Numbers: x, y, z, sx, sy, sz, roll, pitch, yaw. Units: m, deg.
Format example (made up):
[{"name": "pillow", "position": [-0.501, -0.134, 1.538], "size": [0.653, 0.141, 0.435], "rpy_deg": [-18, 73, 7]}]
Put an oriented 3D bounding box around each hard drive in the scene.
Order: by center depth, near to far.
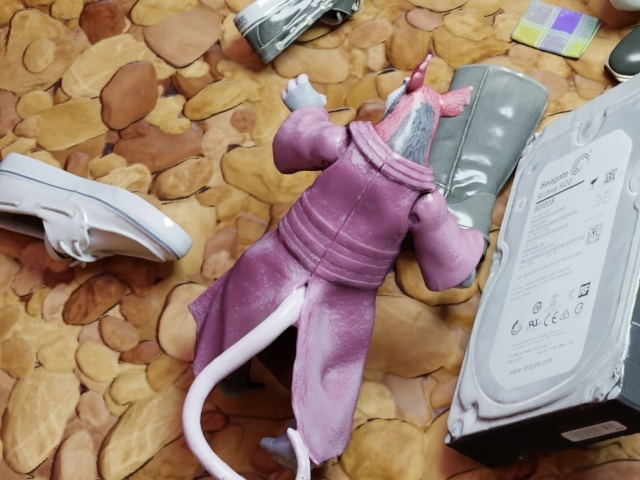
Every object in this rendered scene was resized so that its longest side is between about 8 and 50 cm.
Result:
[{"name": "hard drive", "position": [0.231, 0.018, 1.175], "size": [0.064, 0.237, 0.339], "rpy_deg": [30, 62, -19]}]

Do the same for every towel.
[{"name": "towel", "position": [0.250, -0.226, 1.442], "size": [0.083, 0.009, 0.060], "rpy_deg": [24, 66, 25]}]

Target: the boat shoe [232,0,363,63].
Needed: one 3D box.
[{"name": "boat shoe", "position": [0.008, -0.272, 1.497], "size": [0.219, 0.078, 0.070], "rpy_deg": [-36, 92, -14]}]

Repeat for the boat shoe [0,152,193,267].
[{"name": "boat shoe", "position": [-0.246, -0.013, 1.387], "size": [0.258, 0.095, 0.084], "rpy_deg": [18, 68, 34]}]

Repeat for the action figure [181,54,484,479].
[{"name": "action figure", "position": [0.000, 0.000, 1.170], "size": [0.248, 0.276, 0.370], "rpy_deg": [33, 111, 10]}]

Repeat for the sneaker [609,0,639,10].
[{"name": "sneaker", "position": [0.339, -0.386, 1.461], "size": [0.148, 0.131, 0.350], "rpy_deg": [13, 57, 28]}]

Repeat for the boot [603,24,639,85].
[{"name": "boot", "position": [0.371, -0.246, 1.350], "size": [0.198, 0.137, 0.077], "rpy_deg": [-31, 57, -6]}]

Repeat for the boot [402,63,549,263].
[{"name": "boot", "position": [0.115, -0.091, 1.352], "size": [0.190, 0.076, 0.208], "rpy_deg": [16, 70, 6]}]
